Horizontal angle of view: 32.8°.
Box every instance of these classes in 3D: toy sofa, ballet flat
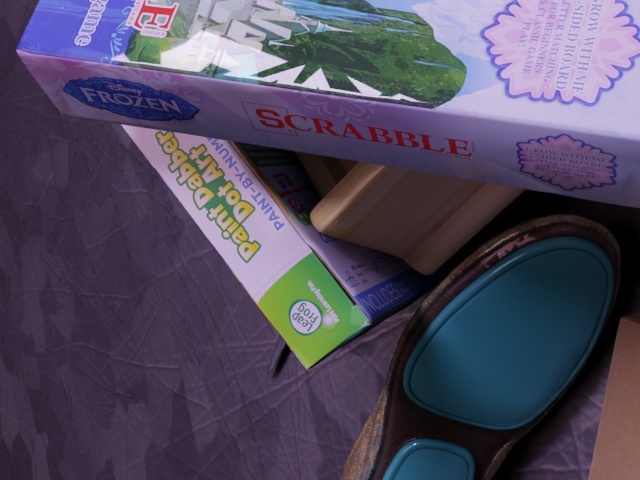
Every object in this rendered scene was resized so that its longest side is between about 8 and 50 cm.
[{"bbox_3d":[0.026,-0.159,0.737,0.150,0.177,0.362,-44,56,22],"label":"toy sofa"},{"bbox_3d":[0.093,0.108,0.768,0.123,0.123,0.348,49,127,40],"label":"ballet flat"}]

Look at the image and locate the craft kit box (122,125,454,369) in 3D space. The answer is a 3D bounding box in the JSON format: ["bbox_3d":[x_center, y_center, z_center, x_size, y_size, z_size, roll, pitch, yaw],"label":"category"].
[{"bbox_3d":[-0.026,-0.047,0.734,0.061,0.250,0.246,-37,83,17],"label":"craft kit box"}]

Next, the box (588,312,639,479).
[{"bbox_3d":[0.243,0.150,0.628,0.201,0.021,0.164,24,112,51],"label":"box"}]

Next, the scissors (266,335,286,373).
[{"bbox_3d":[0.000,0.000,0.955,0.297,0.021,0.109,-54,54,42],"label":"scissors"}]

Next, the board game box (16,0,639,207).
[{"bbox_3d":[0.045,-0.192,0.576,0.318,0.066,0.318,10,67,17],"label":"board game box"}]

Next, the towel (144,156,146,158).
[{"bbox_3d":[-0.156,-0.279,1.133,0.243,0.040,0.336,-31,70,50],"label":"towel"}]
